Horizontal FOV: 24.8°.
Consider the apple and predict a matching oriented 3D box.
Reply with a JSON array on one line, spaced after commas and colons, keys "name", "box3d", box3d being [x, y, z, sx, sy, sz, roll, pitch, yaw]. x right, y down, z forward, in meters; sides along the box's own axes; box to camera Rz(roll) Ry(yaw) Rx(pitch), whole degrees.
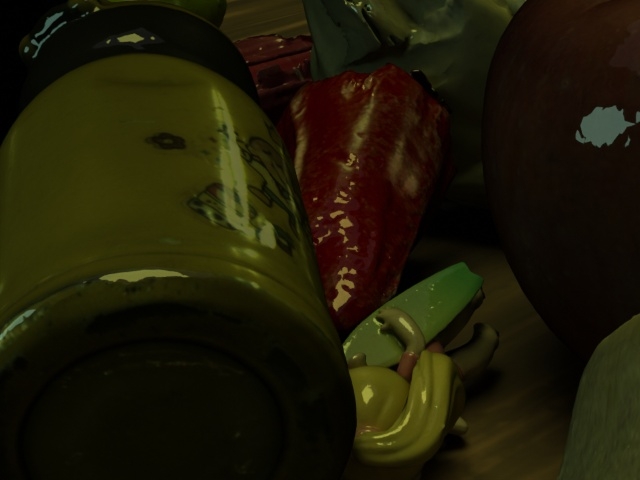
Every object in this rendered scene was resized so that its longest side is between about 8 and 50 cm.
[{"name": "apple", "box3d": [0.235, -0.037, 0.774, 0.305, 0.235, 0.306, -6, 19, 2]}]

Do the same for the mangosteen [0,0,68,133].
[{"name": "mangosteen", "box3d": [-0.275, -0.235, 1.326, 0.313, 0.297, 0.297, 17, 20, -7]}]

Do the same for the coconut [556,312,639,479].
[{"name": "coconut", "box3d": [0.206, 0.111, 0.417, 0.237, 0.266, 0.237, -21, -17, -7]}]

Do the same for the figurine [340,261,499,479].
[{"name": "figurine", "box3d": [0.053, 0.071, 0.748, 0.083, 0.083, 0.187, 8, 23, 29]}]

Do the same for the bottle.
[{"name": "bottle", "box3d": [-0.087, -0.009, 0.753, 0.171, 0.172, 0.351, -6, 34, -4]}]

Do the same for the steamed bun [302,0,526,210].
[{"name": "steamed bun", "box3d": [0.134, -0.153, 1.092, 0.394, 0.237, 0.347, 22, 41, -14]}]

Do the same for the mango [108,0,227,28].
[{"name": "mango", "box3d": [-0.139, -0.194, 1.230, 0.091, 0.074, 0.165, 16, 33, 18]}]

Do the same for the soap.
[{"name": "soap", "box3d": [-0.095, -0.103, 1.189, 0.250, 0.099, 0.162, -19, 25, -34]}]

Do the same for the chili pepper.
[{"name": "chili pepper", "box3d": [0.000, 0.000, 0.880, 0.144, 0.136, 0.253, -1, 31, 13]}]
